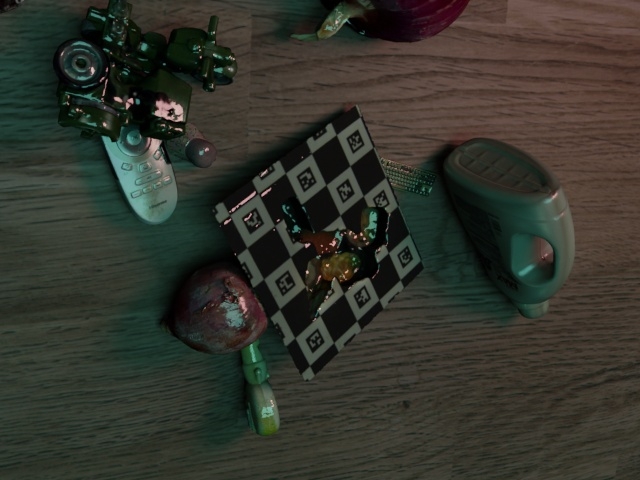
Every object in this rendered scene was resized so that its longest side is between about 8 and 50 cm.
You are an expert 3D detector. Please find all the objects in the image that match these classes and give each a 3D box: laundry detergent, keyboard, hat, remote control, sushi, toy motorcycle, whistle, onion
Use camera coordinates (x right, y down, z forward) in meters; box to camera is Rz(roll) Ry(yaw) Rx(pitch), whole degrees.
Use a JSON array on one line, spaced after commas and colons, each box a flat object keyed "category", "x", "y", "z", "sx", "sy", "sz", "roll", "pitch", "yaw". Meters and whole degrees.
[{"category": "laundry detergent", "x": 0.381, "y": 0.011, "z": 1.476, "sx": 0.125, "sy": 0.264, "sz": 0.397, "roll": -39, "pitch": 131, "yaw": -15}, {"category": "keyboard", "x": 0.157, "y": -0.116, "z": 1.448, "sx": 0.129, "sy": 0.015, "sz": 0.049, "roll": 13, "pitch": 100, "yaw": -28}, {"category": "hat", "x": -0.203, "y": -0.149, "z": 1.251, "sx": 0.087, "sy": 0.042, "sz": 0.058, "roll": 42, "pitch": 85, "yaw": -29}, {"category": "remote control", "x": -0.289, "y": -0.146, "z": 1.211, "sx": 0.097, "sy": 0.045, "sz": 0.256, "roll": -25, "pitch": 112, "yaw": -28}, {"category": "sushi", "x": 0.000, "y": 0.000, "z": 1.362, "sx": 0.343, "sy": 0.064, "sz": 0.359, "roll": -40, "pitch": 119, "yaw": -29}, {"category": "toy motorcycle", "x": -0.249, "y": -0.232, "z": 1.130, "sx": 0.275, "sy": 0.127, "sz": 0.205, "roll": 13, "pitch": 78, "yaw": -29}, {"category": "whistle", "x": -0.118, "y": 0.252, "z": 1.393, "sx": 0.057, "sy": 0.104, "sz": 0.198, "roll": -15, "pitch": 98, "yaw": -15}, {"category": "onion", "x": 0.131, "y": -0.432, "z": 1.221, "sx": 0.256, "sy": 0.230, "sz": 0.272, "roll": 7, "pitch": 95, "yaw": -28}, {"category": "onion", "x": -0.182, "y": 0.121, "z": 1.296, "sx": 0.195, "sy": 0.159, "sz": 0.159, "roll": -23, "pitch": 118, "yaw": 14}]

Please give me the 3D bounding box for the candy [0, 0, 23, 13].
[{"category": "candy", "x": -0.458, "y": -0.327, "z": 1.056, "sx": 0.226, "sy": 0.094, "sz": 0.051, "roll": -33, "pitch": 77, "yaw": -18}]
